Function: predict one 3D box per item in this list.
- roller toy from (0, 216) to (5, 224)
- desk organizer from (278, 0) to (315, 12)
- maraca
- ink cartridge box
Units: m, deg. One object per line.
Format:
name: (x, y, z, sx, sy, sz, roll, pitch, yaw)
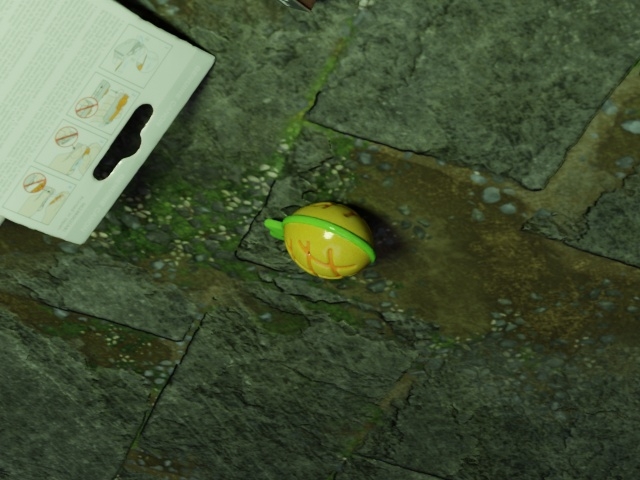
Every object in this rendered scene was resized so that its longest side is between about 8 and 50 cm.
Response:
roller toy: (-0.459, -0.087, 2.114, 0.146, 0.191, 0.209, 32, 98, -26)
desk organizer: (-0.052, -0.309, 1.852, 0.047, 0.050, 0.130, 22, 175, 42)
maraca: (0.000, 0.000, 2.212, 0.127, 0.099, 0.186, 37, 161, -28)
ink cartridge box: (-0.359, -0.188, 1.954, 0.385, 0.091, 0.308, 24, 109, -42)
